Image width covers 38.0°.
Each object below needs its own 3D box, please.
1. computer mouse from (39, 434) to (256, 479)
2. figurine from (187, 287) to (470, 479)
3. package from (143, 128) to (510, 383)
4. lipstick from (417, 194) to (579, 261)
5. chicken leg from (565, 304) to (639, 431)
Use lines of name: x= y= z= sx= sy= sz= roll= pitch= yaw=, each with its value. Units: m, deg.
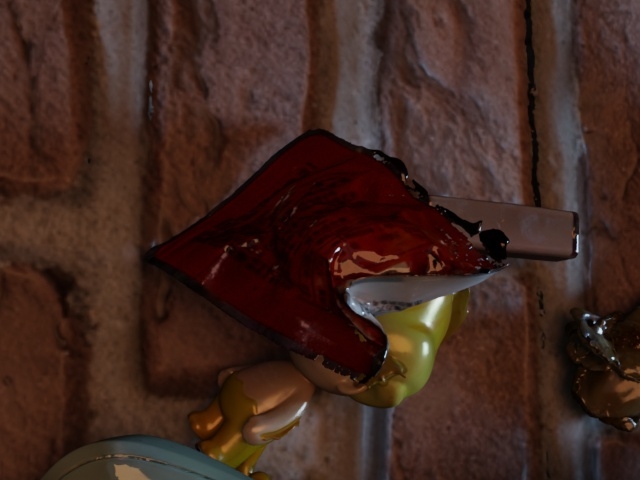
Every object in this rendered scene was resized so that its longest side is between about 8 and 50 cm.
computer mouse: x=-0.081 y=0.250 z=0.671 sx=0.288 sy=0.097 sz=0.159 roll=35 pitch=102 yaw=-11
figurine: x=0.010 y=0.093 z=0.735 sx=0.246 sy=0.156 sz=0.131 roll=-35 pitch=125 yaw=0
package: x=0.000 y=0.000 z=0.679 sx=0.194 sy=0.269 sz=0.071 roll=-30 pitch=132 yaw=-23
lipstick: x=0.155 y=-0.010 z=0.823 sx=0.145 sy=0.045 sz=0.045 roll=6 pitch=84 yaw=-16
chicken leg: x=0.304 y=0.086 z=0.840 sx=0.196 sy=0.080 sz=0.125 roll=-30 pitch=79 yaw=-18
